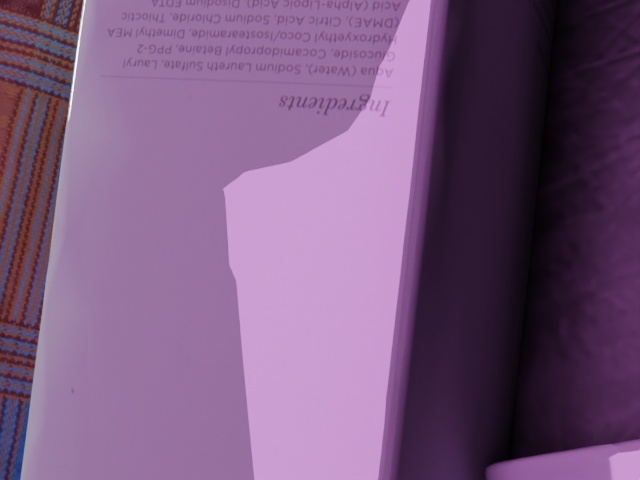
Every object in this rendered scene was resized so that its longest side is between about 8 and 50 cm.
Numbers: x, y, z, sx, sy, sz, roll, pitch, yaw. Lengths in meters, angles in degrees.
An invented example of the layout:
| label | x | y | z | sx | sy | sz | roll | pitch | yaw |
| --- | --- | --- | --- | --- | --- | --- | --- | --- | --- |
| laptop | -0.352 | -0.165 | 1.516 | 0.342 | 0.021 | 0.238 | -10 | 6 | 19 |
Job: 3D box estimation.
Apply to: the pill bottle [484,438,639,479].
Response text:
| label | x | y | z | sx | sy | sz | roll | pitch | yaw |
| --- | --- | --- | --- | --- | --- | --- | --- | --- | --- |
| pill bottle | 0.157 | 0.217 | 0.530 | 0.161 | 0.161 | 0.283 | -13 | 79 | 18 |

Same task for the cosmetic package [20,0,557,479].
| label | x | y | z | sx | sy | sz | roll | pitch | yaw |
| --- | --- | --- | --- | --- | --- | --- | --- | --- | --- |
| cosmetic package | 0.000 | 0.000 | 0.589 | 0.156 | 0.217 | 0.385 | 6 | 83 | 20 |

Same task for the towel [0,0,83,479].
| label | x | y | z | sx | sy | sz | roll | pitch | yaw |
| --- | --- | --- | --- | --- | --- | --- | --- | --- | --- |
| towel | -0.188 | 0.013 | 0.656 | 0.040 | 0.271 | 0.370 | 2 | 81 | 64 |
